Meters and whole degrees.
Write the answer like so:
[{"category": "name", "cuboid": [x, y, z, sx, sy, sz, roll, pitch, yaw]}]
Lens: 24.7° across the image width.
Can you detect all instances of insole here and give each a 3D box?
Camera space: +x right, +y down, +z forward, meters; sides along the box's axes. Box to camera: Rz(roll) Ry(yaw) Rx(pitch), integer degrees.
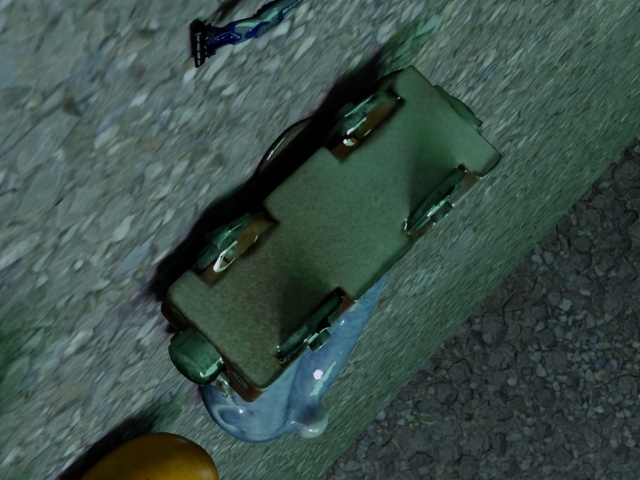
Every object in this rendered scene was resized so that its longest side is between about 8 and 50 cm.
[{"category": "insole", "cuboid": [0.016, -0.099, 1.265, 0.253, 0.005, 0.086, -32, 159, -54]}]

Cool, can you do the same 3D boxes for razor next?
[{"category": "razor", "cuboid": [-0.018, -0.159, 0.900, 0.154, 0.028, 0.044, -44, 167, -19]}]

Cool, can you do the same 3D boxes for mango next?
[{"category": "mango", "cuboid": [-0.178, 0.257, 1.435, 0.145, 0.112, 0.219, -48, 164, 10]}]

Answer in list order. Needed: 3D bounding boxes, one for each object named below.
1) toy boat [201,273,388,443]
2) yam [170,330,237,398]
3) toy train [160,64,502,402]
[{"category": "toy boat", "cuboid": [-0.011, 0.107, 1.539, 0.215, 0.123, 0.330, -38, 163, -47]}, {"category": "yam", "cuboid": [-0.024, 0.032, 1.333, 0.259, 0.093, 0.093, -46, 168, -14]}, {"category": "toy train", "cuboid": [0.000, 0.000, 1.213, 0.326, 0.129, 0.159, -44, 176, -15]}]
